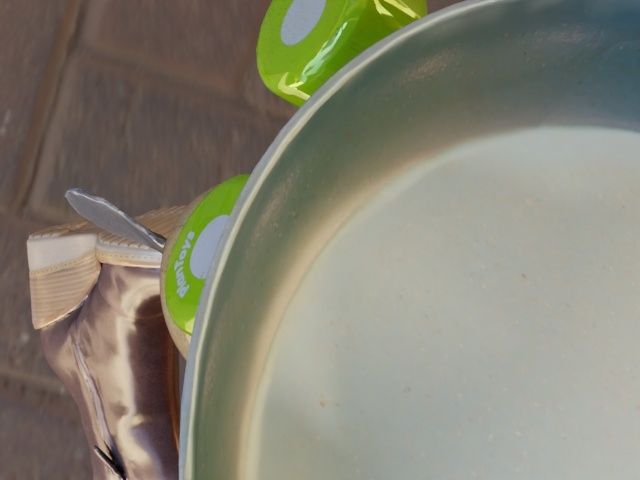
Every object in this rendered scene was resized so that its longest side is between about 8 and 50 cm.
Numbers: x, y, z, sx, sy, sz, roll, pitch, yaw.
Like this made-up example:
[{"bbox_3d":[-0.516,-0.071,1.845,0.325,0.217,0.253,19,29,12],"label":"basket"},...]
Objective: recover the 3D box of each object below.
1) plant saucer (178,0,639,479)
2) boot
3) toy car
[{"bbox_3d":[0.105,0.081,0.502,0.317,0.317,0.044,29,146,-12],"label":"plant saucer"},{"bbox_3d":[-0.118,0.085,1.448,0.090,0.248,0.207,-24,103,-36],"label":"boot"},{"bbox_3d":[0.000,0.000,0.668,0.155,0.188,0.149,30,73,-31],"label":"toy car"}]
